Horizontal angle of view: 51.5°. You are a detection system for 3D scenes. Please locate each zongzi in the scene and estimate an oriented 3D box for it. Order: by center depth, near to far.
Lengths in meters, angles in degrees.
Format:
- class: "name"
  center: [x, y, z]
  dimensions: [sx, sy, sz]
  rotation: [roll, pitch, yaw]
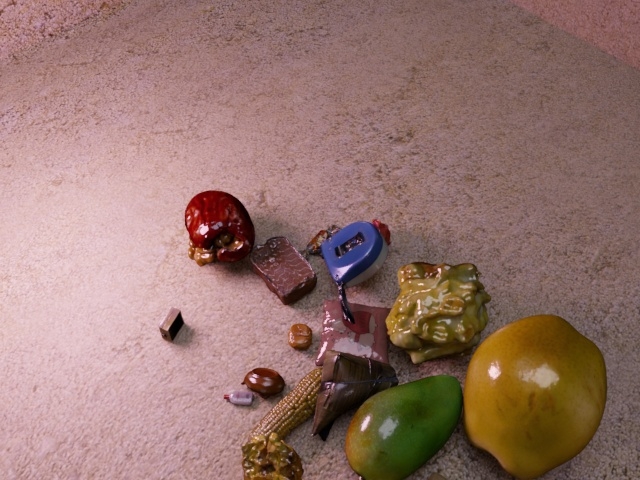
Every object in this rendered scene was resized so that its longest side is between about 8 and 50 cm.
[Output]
- class: "zongzi"
  center: [0.096, 0.437, 1.822]
  dimensions: [0.221, 0.112, 0.242]
  rotation: [16, 78, -19]

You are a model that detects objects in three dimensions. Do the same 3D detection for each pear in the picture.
- class: "pear"
  center: [0.555, 0.400, 1.738]
  dimensions: [0.362, 0.362, 0.418]
  rotation: [31, 85, 21]

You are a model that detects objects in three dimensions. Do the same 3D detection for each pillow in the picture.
- class: "pillow"
  center: [0.106, 0.284, 1.987]
  dimensions: [0.223, 0.084, 0.236]
  rotation: [8, 53, 3]

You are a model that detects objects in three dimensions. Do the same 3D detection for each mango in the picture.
- class: "mango"
  center: [0.228, 0.485, 1.756]
  dimensions: [0.382, 0.201, 0.225]
  rotation: [-32, 93, -22]

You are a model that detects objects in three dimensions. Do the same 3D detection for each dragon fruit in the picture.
- class: "dragon fruit"
  center: [0.198, -0.009, 2.195]
  dimensions: [0.068, 0.112, 0.126]
  rotation: [5, 45, -22]

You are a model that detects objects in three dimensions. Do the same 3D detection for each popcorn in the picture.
- class: "popcorn"
  center: [0.342, 0.209, 1.923]
  dimensions: [0.312, 0.312, 0.312]
  rotation: [0, 53, 0]

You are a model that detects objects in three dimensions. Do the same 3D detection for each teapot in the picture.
- class: "teapot"
  center: [-0.166, 0.414, 1.905]
  dimensions: [0.129, 0.078, 0.098]
  rotation: [10, 13, 19]

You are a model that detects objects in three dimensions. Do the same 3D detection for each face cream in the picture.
- class: "face cream"
  center: [-0.236, 0.452, 1.903]
  dimensions: [0.083, 0.021, 0.040]
  rotation: [4, 53, 3]

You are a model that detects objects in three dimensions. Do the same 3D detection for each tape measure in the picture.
- class: "tape measure"
  center: [0.115, 0.080, 2.037]
  dimensions: [0.215, 0.098, 0.351]
  rotation: [-35, 37, 11]

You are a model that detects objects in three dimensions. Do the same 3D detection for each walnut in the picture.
- class: "walnut"
  center: [-0.341, -0.028, 2.137]
  dimensions: [0.244, 0.222, 0.269]
  rotation: [-37, 29, 5]

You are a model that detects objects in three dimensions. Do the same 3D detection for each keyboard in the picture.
- class: "keyboard"
  center: [0.044, 0.463, 1.871]
  dimensions: [0.013, 0.061, 0.204]
  rotation: [8, 51, 31]

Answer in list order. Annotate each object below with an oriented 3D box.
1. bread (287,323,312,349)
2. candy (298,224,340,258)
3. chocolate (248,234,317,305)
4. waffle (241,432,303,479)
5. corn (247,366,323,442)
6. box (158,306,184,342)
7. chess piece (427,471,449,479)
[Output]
- class: "bread"
  center: [-0.062, 0.294, 2.005]
  dimensions: [0.081, 0.046, 0.083]
  rotation: [26, 59, 21]
- class: "candy"
  center: [0.000, 0.000, 2.222]
  dimensions: [0.053, 0.046, 0.182]
  rotation: [37, 64, 26]
- class: "chocolate"
  center: [-0.124, 0.096, 2.123]
  dimensions: [0.148, 0.093, 0.214]
  rotation: [-30, 59, -22]
- class: "waffle"
  center: [-0.145, 0.648, 1.604]
  dimensions: [0.151, 0.261, 0.324]
  rotation: [2, 39, 25]
- class: "corn"
  center: [-0.072, 0.469, 1.850]
  dimensions: [0.320, 0.097, 0.097]
  rotation: [-39, 62, -23]
- class: "box"
  center: [-0.453, 0.257, 2.012]
  dimensions: [0.035, 0.079, 0.083]
  rotation: [20, 56, 13]
- class: "chess piece"
  center: [0.382, 0.709, 1.666]
  dimensions: [0.301, 0.137, 0.137]
  rotation: [29, 58, 35]
